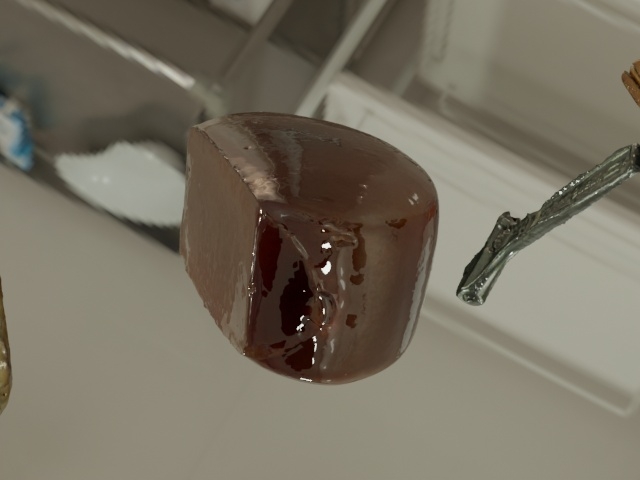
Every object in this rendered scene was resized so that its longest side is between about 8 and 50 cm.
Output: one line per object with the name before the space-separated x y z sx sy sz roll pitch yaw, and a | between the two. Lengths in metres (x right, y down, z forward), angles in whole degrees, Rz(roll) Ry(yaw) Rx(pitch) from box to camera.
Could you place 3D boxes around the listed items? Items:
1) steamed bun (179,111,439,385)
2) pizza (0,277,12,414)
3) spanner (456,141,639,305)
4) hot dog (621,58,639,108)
steamed bun | 0.000 0.000 1.797 0.248 0.235 0.379 0 -159 -20
pizza | -0.236 -0.030 0.962 0.073 0.365 0.182 -7 143 -12
spanner | 0.190 -0.015 1.375 0.026 0.093 0.325 31 155 -8
hot dog | 0.337 -0.150 1.636 0.037 0.083 0.021 -43 145 26
